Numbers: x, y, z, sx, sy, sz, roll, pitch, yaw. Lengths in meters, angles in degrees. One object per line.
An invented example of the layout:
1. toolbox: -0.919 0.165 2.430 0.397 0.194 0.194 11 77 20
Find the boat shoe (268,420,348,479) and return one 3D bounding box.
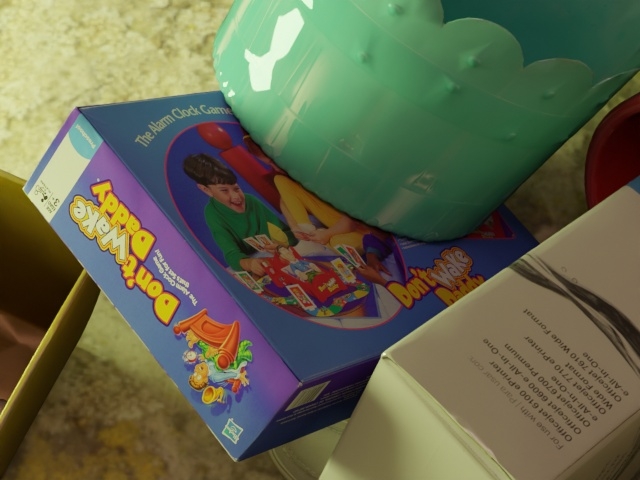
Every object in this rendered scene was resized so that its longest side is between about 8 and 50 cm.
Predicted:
1. boat shoe: 0.045 0.174 1.204 0.184 0.063 0.066 34 68 12

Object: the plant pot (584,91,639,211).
1. plant pot: 0.372 -0.043 1.223 0.243 0.275 0.275 -35 71 -27

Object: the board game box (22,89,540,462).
1. board game box: 0.000 0.000 1.164 0.233 0.078 0.347 50 33 19

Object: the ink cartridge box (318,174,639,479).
1. ink cartridge box: 0.153 0.105 1.106 0.307 0.223 0.129 -31 67 -35

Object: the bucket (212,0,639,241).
1. bucket: 0.071 -0.147 1.171 0.281 0.183 0.281 26 35 -19

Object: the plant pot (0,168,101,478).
1. plant pot: -0.276 0.070 1.176 0.212 0.187 0.212 23 67 8
